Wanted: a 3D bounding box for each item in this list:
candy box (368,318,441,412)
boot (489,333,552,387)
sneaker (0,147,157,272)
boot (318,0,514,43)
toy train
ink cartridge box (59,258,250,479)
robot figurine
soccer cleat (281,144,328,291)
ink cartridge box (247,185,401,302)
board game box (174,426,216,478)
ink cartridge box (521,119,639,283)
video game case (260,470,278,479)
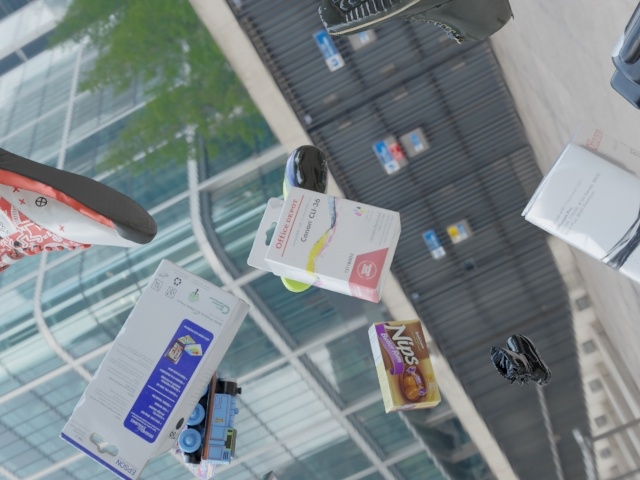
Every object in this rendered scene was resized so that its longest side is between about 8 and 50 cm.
[{"bbox_3d":[0.175,0.262,1.681,0.053,0.109,0.187,115,149,-58],"label":"candy box"},{"bbox_3d":[0.325,0.196,1.343,0.099,0.045,0.121,14,-151,-33],"label":"boot"},{"bbox_3d":[-0.352,-0.014,0.998,0.270,0.145,0.090,22,-159,-14],"label":"sneaker"},{"bbox_3d":[0.111,-0.238,0.846,0.137,0.197,0.077,51,-159,-54],"label":"boot"},{"bbox_3d":[-0.204,0.329,1.485,0.080,0.105,0.184,109,167,-68],"label":"toy train"},{"bbox_3d":[-0.266,0.210,1.297,0.165,0.333,0.065,27,169,20],"label":"ink cartridge box"},{"bbox_3d":[0.656,-0.378,1.481,0.209,0.173,0.278,-59,-9,-47],"label":"robot figurine"},{"bbox_3d":[-0.032,-0.042,1.558,0.121,0.093,0.289,152,123,-74],"label":"soccer cleat"},{"bbox_3d":[0.000,0.000,1.097,0.067,0.198,0.115,68,-142,-68],"label":"ink cartridge box"},{"bbox_3d":[-0.267,0.422,1.682,0.033,0.169,0.133,-4,-159,-42],"label":"board game box"},{"bbox_3d":[0.591,-0.040,1.440,0.394,0.166,0.285,31,-156,11],"label":"ink cartridge box"},{"bbox_3d":[-0.036,0.546,1.365,0.274,0.026,0.196,59,-172,1],"label":"video game case"}]
